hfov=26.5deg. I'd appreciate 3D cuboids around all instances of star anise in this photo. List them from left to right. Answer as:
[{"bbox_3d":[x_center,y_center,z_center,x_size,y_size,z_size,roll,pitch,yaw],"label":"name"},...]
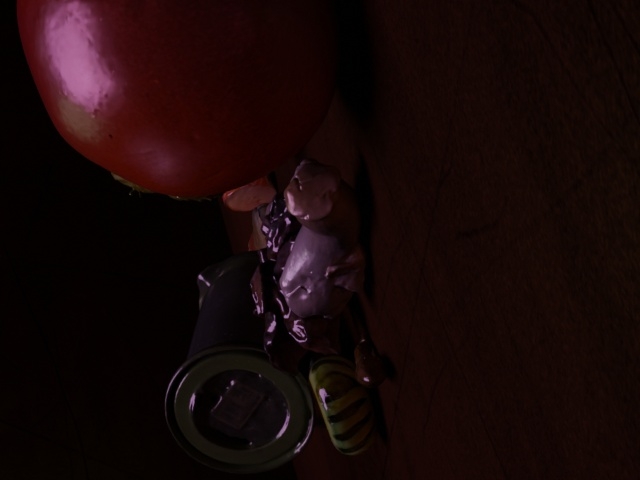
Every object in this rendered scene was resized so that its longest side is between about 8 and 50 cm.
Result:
[{"bbox_3d":[-0.034,0.050,1.683,0.214,0.099,0.220,122,141,-54],"label":"star anise"}]

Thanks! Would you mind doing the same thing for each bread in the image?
[{"bbox_3d":[-0.061,0.022,2.126,0.232,0.064,0.173,172,85,-84],"label":"bread"},{"bbox_3d":[0.032,0.208,1.740,0.130,0.071,0.139,-106,-2,-62],"label":"bread"}]

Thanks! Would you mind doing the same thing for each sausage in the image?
[{"bbox_3d":[-0.158,-0.204,2.316,0.093,0.093,0.312,91,163,-66],"label":"sausage"}]

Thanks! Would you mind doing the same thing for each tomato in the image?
[{"bbox_3d":[-0.121,-0.201,1.269,0.321,0.321,0.322,165,90,-83],"label":"tomato"}]

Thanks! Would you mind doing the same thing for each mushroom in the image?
[{"bbox_3d":[0.002,0.000,1.464,0.278,0.096,0.099,96,157,-61],"label":"mushroom"}]

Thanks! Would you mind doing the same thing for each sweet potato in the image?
[{"bbox_3d":[0.057,0.146,1.566,0.153,0.038,0.041,-97,16,-79],"label":"sweet potato"}]

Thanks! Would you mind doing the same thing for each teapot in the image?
[{"bbox_3d":[-0.074,0.168,1.944,0.200,0.270,0.337,-55,12,23],"label":"teapot"}]

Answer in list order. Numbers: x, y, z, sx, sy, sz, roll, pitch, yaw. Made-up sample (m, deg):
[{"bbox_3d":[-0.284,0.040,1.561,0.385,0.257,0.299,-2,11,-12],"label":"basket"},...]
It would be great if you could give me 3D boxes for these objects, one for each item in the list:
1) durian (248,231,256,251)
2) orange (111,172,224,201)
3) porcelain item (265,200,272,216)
[{"bbox_3d":[-0.088,0.080,2.453,0.140,0.078,0.224,57,-154,-72],"label":"durian"},{"bbox_3d":[-0.199,-0.207,1.854,0.301,0.300,0.223,39,135,8],"label":"orange"},{"bbox_3d":[-0.021,0.022,1.836,0.213,0.054,0.084,-122,19,-54],"label":"porcelain item"}]
